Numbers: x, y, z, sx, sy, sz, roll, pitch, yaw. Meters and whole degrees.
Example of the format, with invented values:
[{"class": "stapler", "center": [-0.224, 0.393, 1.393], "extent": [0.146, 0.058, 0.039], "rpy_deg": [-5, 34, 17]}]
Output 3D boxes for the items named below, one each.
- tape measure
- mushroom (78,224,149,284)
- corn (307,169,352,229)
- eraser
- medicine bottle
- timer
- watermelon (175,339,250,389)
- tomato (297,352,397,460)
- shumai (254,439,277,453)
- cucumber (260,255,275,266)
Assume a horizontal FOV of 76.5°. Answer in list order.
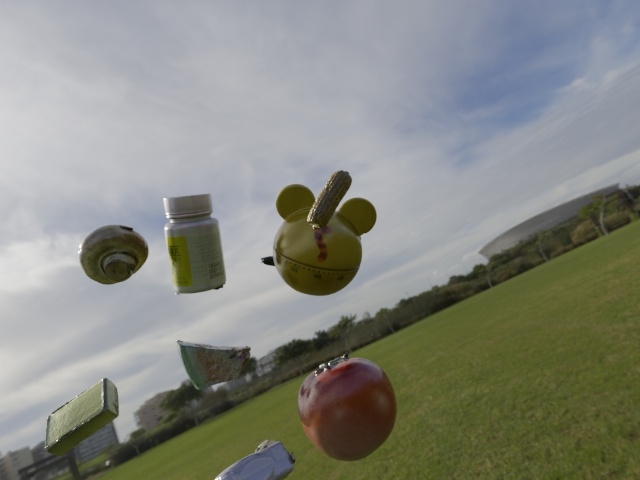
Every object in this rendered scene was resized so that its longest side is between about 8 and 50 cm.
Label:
[{"class": "tape measure", "center": [-0.167, 0.581, 0.957], "extent": [0.195, 0.105, 0.179], "rpy_deg": [-14, -37, -36]}, {"class": "mushroom", "center": [-0.769, 0.050, 1.520], "extent": [0.254, 0.184, 0.255], "rpy_deg": [-15, -48, -17]}, {"class": "corn", "center": [0.027, -0.121, 1.175], "extent": [0.208, 0.068, 0.068], "rpy_deg": [-58, -3, -20]}, {"class": "eraser", "center": [-0.609, 0.451, 1.045], "extent": [0.172, 0.117, 0.058], "rpy_deg": [-34, -52, -7]}, {"class": "medicine bottle", "center": [-0.501, 0.010, 1.620], "extent": [0.213, 0.380, 0.213], "rpy_deg": [-5, 8, 1]}, {"class": "timer", "center": [0.000, 0.000, 1.520], "extent": [0.375, 0.375, 0.388], "rpy_deg": [-7, -66, -52]}, {"class": "watermelon", "center": [-0.415, 0.473, 1.552], "extent": [0.301, 0.151, 0.264], "rpy_deg": [10, -12, -13]}, {"class": "tomato", "center": [0.088, 0.535, 1.299], "extent": [0.321, 0.322, 0.321], "rpy_deg": [-24, -14, -6]}, {"class": "shumai", "center": [-0.230, 0.837, 1.498], "extent": [0.120, 0.202, 0.201], "rpy_deg": [31, -50, -32]}, {"class": "cucumber", "center": [-0.181, 0.097, 1.821], "extent": [0.181, 0.053, 0.053], "rpy_deg": [10, -10, 10]}]
